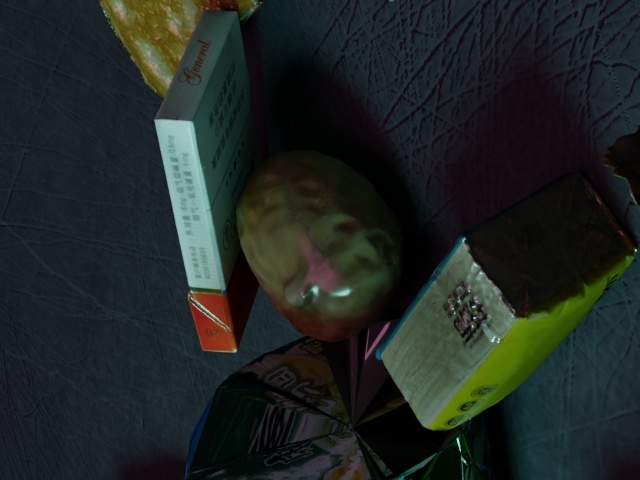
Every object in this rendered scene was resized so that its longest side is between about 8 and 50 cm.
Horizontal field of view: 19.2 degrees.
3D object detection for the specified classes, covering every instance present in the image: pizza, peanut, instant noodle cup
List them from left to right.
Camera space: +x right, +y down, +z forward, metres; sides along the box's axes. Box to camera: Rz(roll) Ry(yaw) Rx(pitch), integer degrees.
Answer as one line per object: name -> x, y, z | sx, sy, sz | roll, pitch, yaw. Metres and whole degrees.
pizza -> -0.102, -0.199, 1.515 | 0.199, 0.062, 0.188 | 9, 131, 46
peanut -> 0.000, 0.000, 1.452 | 0.140, 0.109, 0.159 | -53, 53, 43
instant noodle cup -> 0.035, 0.194, 1.434 | 0.240, 0.240, 0.178 | 20, 136, 49

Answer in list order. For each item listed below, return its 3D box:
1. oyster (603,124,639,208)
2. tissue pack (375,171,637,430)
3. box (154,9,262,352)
oyster -> 0.269, -0.007, 0.926 | 0.396, 0.204, 0.111 | 49, 170, 52
tissue pack -> 0.125, 0.045, 1.284 | 0.082, 0.120, 0.169 | 52, 144, 15
box -> -0.079, -0.043, 1.484 | 0.035, 0.139, 0.245 | 5, 136, 12
